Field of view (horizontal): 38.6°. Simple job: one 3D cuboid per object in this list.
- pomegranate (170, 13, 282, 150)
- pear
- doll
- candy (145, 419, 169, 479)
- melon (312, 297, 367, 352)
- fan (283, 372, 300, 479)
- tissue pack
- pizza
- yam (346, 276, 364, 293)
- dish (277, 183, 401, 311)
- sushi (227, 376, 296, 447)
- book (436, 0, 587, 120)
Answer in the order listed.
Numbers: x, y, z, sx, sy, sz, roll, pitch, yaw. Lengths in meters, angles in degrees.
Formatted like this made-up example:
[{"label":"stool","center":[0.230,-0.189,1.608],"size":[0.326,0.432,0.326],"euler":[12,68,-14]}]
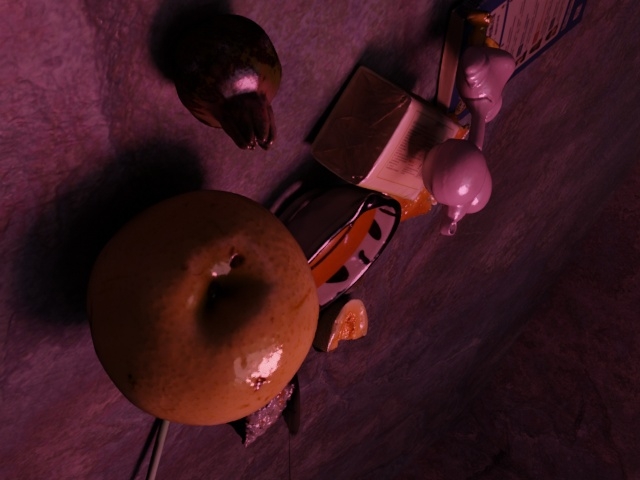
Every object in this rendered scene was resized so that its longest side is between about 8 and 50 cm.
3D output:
[{"label":"pomegranate","center":[-0.108,-0.173,1.032],"size":[0.138,0.125,0.163],"euler":[92,0,-64]},{"label":"pear","center":[-0.152,0.089,1.189],"size":[0.309,0.309,0.309],"euler":[-40,156,-22]},{"label":"doll","center":[0.236,-0.178,1.429],"size":[0.160,0.094,0.365],"euler":[50,53,-60]},{"label":"candy","center":[-0.329,0.472,1.743],"size":[0.119,0.119,0.440],"euler":[-21,138,-48]},{"label":"melon","center":[0.037,0.173,1.958],"size":[0.160,0.079,0.128],"euler":[-12,120,-55]},{"label":"fan","center":[-0.061,0.368,1.858],"size":[0.009,0.190,0.329],"euler":[-4,100,-17]},{"label":"tissue pack","center":[0.108,-0.165,1.462],"size":[0.159,0.125,0.234],"euler":[-58,156,13]},{"label":"pizza","center":[0.167,-0.115,1.706],"size":[0.289,0.081,0.228],"euler":[-48,150,6]},{"label":"yam","center":[0.050,0.047,1.734],"size":[0.078,0.078,0.179],"euler":[-43,168,-13]},{"label":"dish","center":[0.000,0.000,1.528],"size":[0.303,0.120,0.303],"euler":[-39,159,-18]},{"label":"sushi","center":[-0.127,0.300,1.783],"size":[0.136,0.126,0.225],"euler":[-36,156,-28]},{"label":"book","center":[0.371,-0.408,1.669],"size":[0.428,0.039,0.300],"euler":[-39,156,-22]}]
